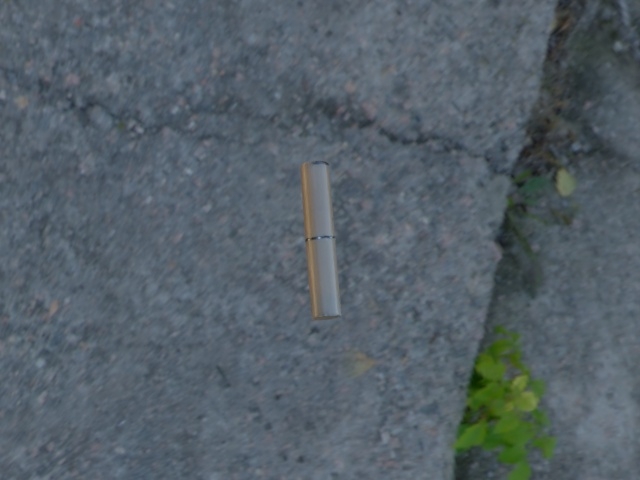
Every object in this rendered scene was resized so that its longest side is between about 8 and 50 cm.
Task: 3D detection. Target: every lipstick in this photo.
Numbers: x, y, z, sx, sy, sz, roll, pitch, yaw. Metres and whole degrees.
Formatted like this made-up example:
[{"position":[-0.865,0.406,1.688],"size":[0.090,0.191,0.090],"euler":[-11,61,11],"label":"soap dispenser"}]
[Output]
[{"position":[0.000,0.000,0.705],"size":[0.019,0.019,0.094],"euler":[1,76,-20],"label":"lipstick"}]
